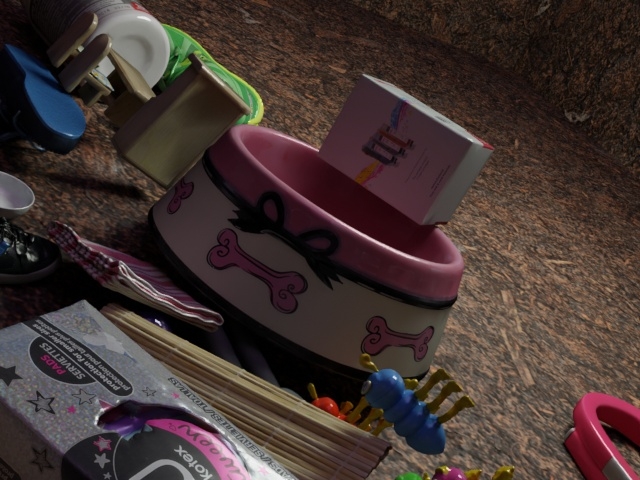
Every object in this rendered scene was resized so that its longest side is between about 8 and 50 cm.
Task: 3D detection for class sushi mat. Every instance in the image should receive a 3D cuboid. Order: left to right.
[{"bbox_3d":[-0.112,0.157,0.783,0.316,0.019,0.151,23,47,22],"label":"sushi mat"}]

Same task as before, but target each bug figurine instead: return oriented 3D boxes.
[{"bbox_3d":[0.080,0.207,0.863,0.216,0.279,0.072,46,67,2],"label":"bug figurine"}]

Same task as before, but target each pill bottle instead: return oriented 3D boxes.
[{"bbox_3d":[-0.383,-0.364,1.510,0.161,0.161,0.283,2,35,-46],"label":"pill bottle"}]

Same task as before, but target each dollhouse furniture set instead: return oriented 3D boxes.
[{"bbox_3d":[-0.230,-0.213,1.289,0.212,0.161,0.242,39,10,-46],"label":"dollhouse furniture set"}]

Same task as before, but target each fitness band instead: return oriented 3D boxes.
[{"bbox_3d":[0.438,0.317,1.199,0.209,0.054,0.291,19,26,-28],"label":"fitness band"}]

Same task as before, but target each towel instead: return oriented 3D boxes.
[{"bbox_3d":[-0.200,0.033,0.977,0.144,0.029,0.197,30,-1,-38],"label":"towel"}]

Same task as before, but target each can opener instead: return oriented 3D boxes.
[{"bbox_3d":[-0.061,0.153,0.927,0.074,0.093,0.280,17,21,-36],"label":"can opener"}]

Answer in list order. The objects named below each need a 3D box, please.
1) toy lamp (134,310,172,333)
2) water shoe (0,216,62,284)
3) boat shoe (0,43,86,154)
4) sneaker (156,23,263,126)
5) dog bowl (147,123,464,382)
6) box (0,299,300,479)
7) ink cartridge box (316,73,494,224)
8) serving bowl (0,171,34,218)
[{"bbox_3d":[-0.110,0.178,0.832,0.080,0.080,0.275,6,30,-42],"label":"toy lamp"},{"bbox_3d":[-0.354,-0.010,0.929,0.203,0.080,0.073,11,30,-36],"label":"water shoe"},{"bbox_3d":[-0.383,-0.171,1.224,0.109,0.089,0.258,28,15,-37],"label":"boat shoe"},{"bbox_3d":[-0.234,-0.286,1.585,0.295,0.109,0.123,31,20,4],"label":"sneaker"},{"bbox_3d":[0.000,0.000,1.149,0.408,0.150,0.408,29,15,-9],"label":"dog bowl"},{"bbox_3d":[-0.155,0.186,0.650,0.247,0.163,0.142,36,26,16],"label":"box"},{"bbox_3d":[0.112,-0.119,1.209,0.176,0.127,0.128,36,15,19],"label":"ink cartridge box"},{"bbox_3d":[-0.375,-0.050,1.052,0.083,0.027,0.083,24,25,-12],"label":"serving bowl"}]
